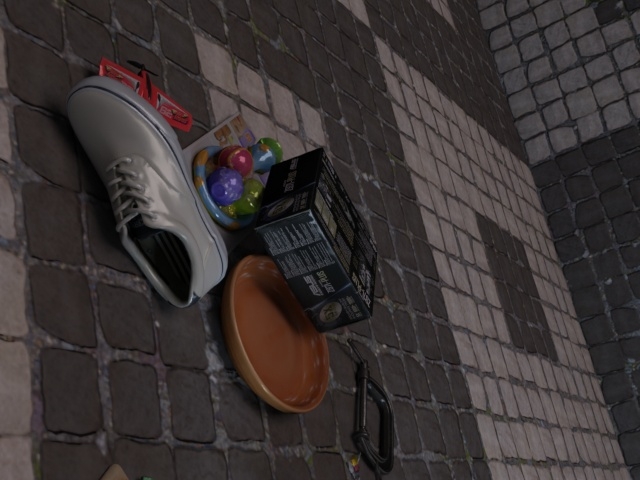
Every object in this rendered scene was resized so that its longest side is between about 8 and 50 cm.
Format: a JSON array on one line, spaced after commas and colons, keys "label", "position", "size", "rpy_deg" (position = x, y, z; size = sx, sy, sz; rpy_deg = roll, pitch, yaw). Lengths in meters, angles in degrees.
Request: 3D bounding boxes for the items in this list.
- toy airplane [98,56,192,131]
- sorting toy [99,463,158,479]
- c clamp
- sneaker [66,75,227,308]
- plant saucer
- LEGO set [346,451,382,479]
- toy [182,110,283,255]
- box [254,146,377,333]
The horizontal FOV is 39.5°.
[{"label": "toy airplane", "position": [-0.201, -0.141, 1.018], "size": [0.151, 0.028, 0.151], "rpy_deg": [41, 36, -39]}, {"label": "sorting toy", "position": [-0.170, 0.229, 0.788], "size": [0.062, 0.012, 0.083], "rpy_deg": [59, 27, -15]}, {"label": "c clamp", "position": [0.067, 0.237, 1.231], "size": [0.137, 0.022, 0.160], "rpy_deg": [51, 28, -40]}, {"label": "sneaker", "position": [-0.177, -0.047, 0.910], "size": [0.258, 0.094, 0.091], "rpy_deg": [58, 22, -19]}, {"label": "plant saucer", "position": [-0.058, 0.114, 1.071], "size": [0.200, 0.037, 0.200], "rpy_deg": [44, 32, -38]}, {"label": "LEGO set", "position": [0.106, 0.389, 0.975], "size": [0.331, 0.192, 0.254], "rpy_deg": [34, 41, -48]}, {"label": "toy", "position": [-0.101, -0.080, 1.128], "size": [0.136, 0.056, 0.237], "rpy_deg": [60, 26, -12]}, {"label": "box", "position": [0.000, 0.000, 1.128], "size": [0.180, 0.078, 0.147], "rpy_deg": [60, 22, -31]}]
